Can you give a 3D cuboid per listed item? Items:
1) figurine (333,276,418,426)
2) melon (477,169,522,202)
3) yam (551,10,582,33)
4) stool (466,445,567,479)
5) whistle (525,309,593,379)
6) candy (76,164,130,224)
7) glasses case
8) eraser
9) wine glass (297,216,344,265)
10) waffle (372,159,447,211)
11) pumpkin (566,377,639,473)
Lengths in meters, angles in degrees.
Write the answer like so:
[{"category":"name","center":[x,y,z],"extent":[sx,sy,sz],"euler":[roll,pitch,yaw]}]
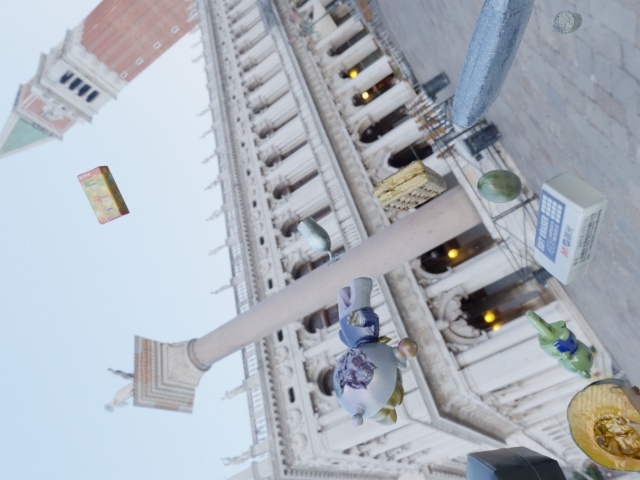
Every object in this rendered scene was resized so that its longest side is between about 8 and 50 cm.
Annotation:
[{"category":"figurine","center":[0.090,0.200,0.803],"extent":[0.133,0.194,0.274],"euler":[20,-111,-36]},{"category":"melon","center":[0.612,-0.183,1.441],"extent":[0.167,0.114,0.114],"euler":[2,-132,-22]},{"category":"yam","center":[0.624,-0.550,1.070],"extent":[0.132,0.054,0.054],"euler":[-32,-89,-45]},{"category":"stool","center":[0.373,0.505,0.781],"extent":[0.232,0.141,0.232],"euler":[172,90,-84]},{"category":"whistle","center":[0.621,0.263,1.097],"extent":[0.227,0.085,0.105],"euler":[44,-150,-3]},{"category":"candy","center":[-0.493,-0.103,0.966],"extent":[0.038,0.062,0.122],"euler":[-68,-43,-77]},{"category":"glasses case","center":[0.292,-0.317,0.722],"extent":[0.067,0.109,0.282],"euler":[40,153,23]},{"category":"eraser","center":[0.613,-0.025,1.056],"extent":[0.124,0.081,0.279],"euler":[58,173,45]},{"category":"wine glass","center":[0.000,0.000,1.839],"extent":[0.222,0.103,0.103],"euler":[50,-164,11]},{"category":"waffle","center":[0.350,-0.197,1.623],"extent":[0.327,0.224,0.098],"euler":[4,-118,-62]},{"category":"pumpkin","center":[0.697,0.407,0.908],"extent":[0.139,0.280,0.190],"euler":[17,-101,-38]}]
